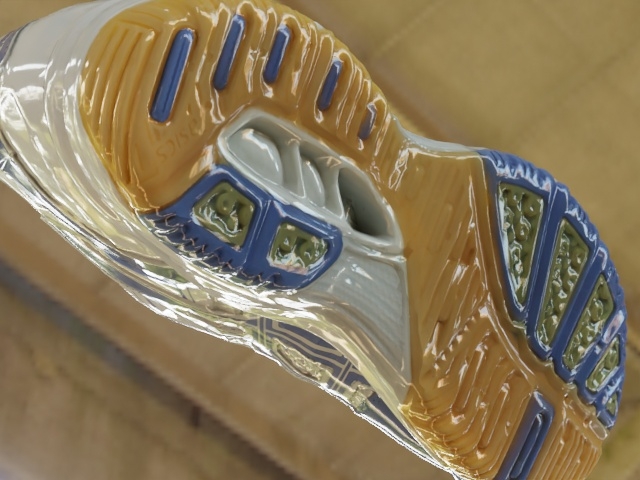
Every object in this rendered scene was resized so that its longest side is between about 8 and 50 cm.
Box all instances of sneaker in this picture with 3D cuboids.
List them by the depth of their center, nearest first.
[{"bbox_3d":[0.000,0.000,0.683,0.131,0.112,0.296,7,-26,46],"label":"sneaker"}]
